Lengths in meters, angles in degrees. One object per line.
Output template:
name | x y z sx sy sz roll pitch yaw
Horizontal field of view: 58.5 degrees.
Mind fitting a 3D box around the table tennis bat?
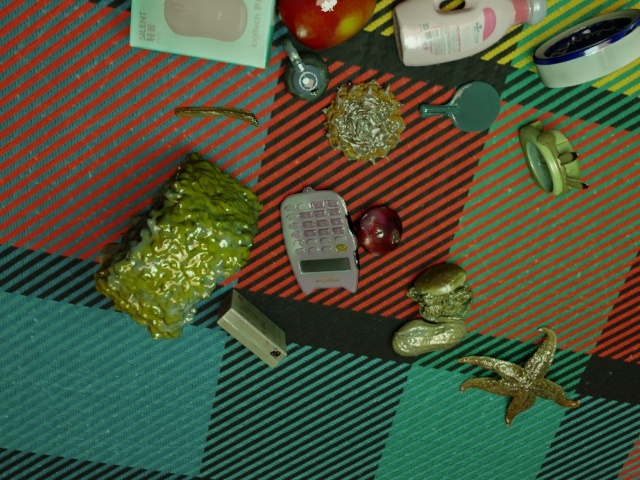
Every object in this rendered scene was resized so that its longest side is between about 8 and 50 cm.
table tennis bat | 0.343 -0.325 1.404 0.201 0.033 0.124 -5 109 -3

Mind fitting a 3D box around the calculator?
calculator | 0.001 -0.001 1.481 0.195 0.043 0.293 -4 109 21

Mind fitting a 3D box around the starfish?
starfish | 0.586 0.402 1.655 0.375 0.094 0.327 32 108 -8

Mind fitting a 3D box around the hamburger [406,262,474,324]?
hamburger | 0.313 0.132 1.516 0.185 0.159 0.131 -12 117 31

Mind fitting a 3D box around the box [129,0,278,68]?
box | -0.255 -0.507 1.264 0.312 0.118 0.204 9 108 -6

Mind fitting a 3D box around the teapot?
teapot | -0.032 -0.393 1.320 0.111 0.108 0.149 -4 111 -3

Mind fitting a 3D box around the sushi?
sushi | -0.329 0.013 1.314 0.240 0.396 0.351 40 111 -20

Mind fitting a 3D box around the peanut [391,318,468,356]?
peanut | 0.304 0.263 1.593 0.215 0.090 0.098 -9 81 0

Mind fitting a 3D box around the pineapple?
pineapple | 0.108 -0.284 1.387 0.225 0.076 0.224 -1 113 -3

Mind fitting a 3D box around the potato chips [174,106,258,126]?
potato chips | -0.252 -0.306 1.388 0.204 0.026 0.037 5 124 -5

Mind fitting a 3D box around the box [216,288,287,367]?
box | -0.181 0.234 1.532 0.058 0.141 0.201 -44 108 8

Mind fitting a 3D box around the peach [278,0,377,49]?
peach | 0.020 -0.530 1.229 0.196 0.190 0.226 45 110 -7

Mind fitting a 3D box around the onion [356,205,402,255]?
onion | 0.152 -0.022 1.460 0.131 0.131 0.131 -1 111 -2

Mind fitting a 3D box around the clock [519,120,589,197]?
clock | 0.556 -0.185 1.358 0.069 0.232 0.170 -23 111 6

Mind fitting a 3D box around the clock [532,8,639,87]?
clock | 0.599 -0.425 1.271 0.231 0.230 0.083 -29 112 8

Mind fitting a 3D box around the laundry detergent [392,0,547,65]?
laundry detergent | 0.340 -0.504 1.308 0.336 0.088 0.158 -13 110 1
